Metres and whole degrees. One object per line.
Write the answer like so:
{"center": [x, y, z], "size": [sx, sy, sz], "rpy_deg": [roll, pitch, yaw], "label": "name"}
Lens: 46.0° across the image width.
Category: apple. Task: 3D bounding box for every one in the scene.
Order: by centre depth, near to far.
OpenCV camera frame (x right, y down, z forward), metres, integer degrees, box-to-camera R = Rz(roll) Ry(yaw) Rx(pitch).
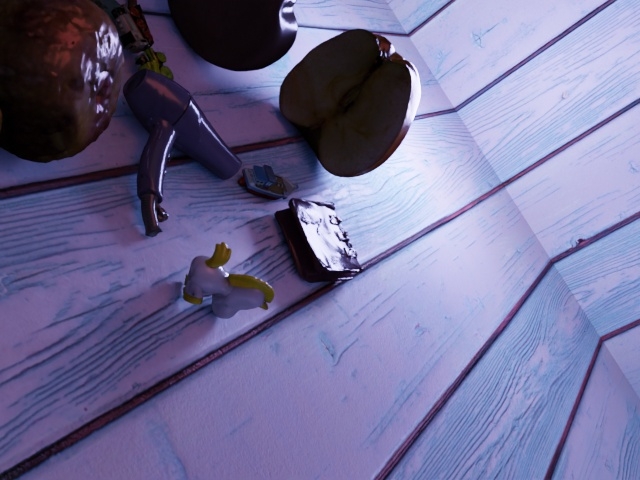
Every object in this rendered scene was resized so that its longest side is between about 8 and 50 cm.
{"center": [0.087, -0.372, 2.030], "size": [0.329, 0.365, 0.295], "rpy_deg": [35, 17, -27], "label": "apple"}

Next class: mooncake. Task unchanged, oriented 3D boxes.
{"center": [-0.212, -0.595, 1.863], "size": [0.326, 0.333, 0.174], "rpy_deg": [19, 23, 16], "label": "mooncake"}

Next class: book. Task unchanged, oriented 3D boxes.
{"center": [-0.472, -0.510, 1.680], "size": [0.135, 0.017, 0.103], "rpy_deg": [41, 32, -27], "label": "book"}

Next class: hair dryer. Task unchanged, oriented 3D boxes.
{"center": [-0.299, -0.143, 1.525], "size": [0.301, 0.121, 0.361], "rpy_deg": [44, 40, -38], "label": "hair dryer"}

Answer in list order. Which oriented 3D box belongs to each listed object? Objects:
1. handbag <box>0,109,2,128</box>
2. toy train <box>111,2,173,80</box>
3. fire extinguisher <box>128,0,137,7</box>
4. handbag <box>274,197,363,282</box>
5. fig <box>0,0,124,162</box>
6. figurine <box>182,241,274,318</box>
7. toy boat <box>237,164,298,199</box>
{"center": [-0.595, -0.078, 0.967], "size": [0.283, 0.133, 0.401], "rpy_deg": [28, 39, -32], "label": "handbag"}
{"center": [-0.384, -0.407, 1.653], "size": [0.249, 0.053, 0.085], "rpy_deg": [63, 30, 0], "label": "toy train"}
{"center": [-0.443, -0.554, 1.765], "size": [0.028, 0.022, 0.083], "rpy_deg": [1, 55, -20], "label": "fire extinguisher"}
{"center": [-0.003, 0.001, 1.817], "size": [0.216, 0.074, 0.203], "rpy_deg": [2, 60, -57], "label": "handbag"}
{"center": [-0.518, -0.305, 1.258], "size": [0.369, 0.286, 0.286], "rpy_deg": [26, 29, 9], "label": "fig"}
{"center": [-0.172, 0.091, 1.415], "size": [0.178, 0.130, 0.109], "rpy_deg": [41, 29, -24], "label": "figurine"}
{"center": [-0.119, -0.137, 1.792], "size": [0.173, 0.059, 0.069], "rpy_deg": [14, 50, -50], "label": "toy boat"}
